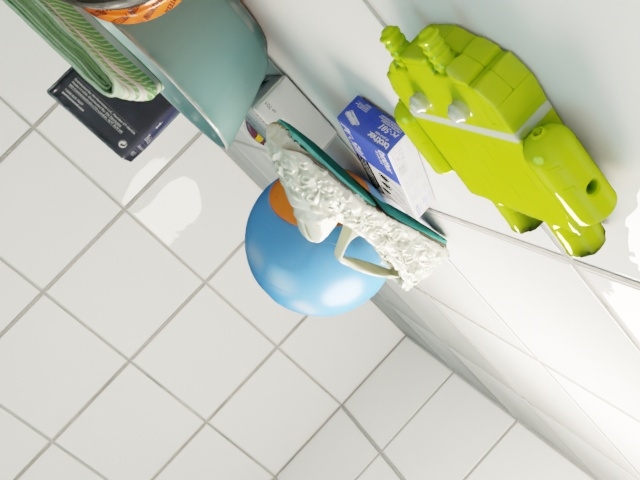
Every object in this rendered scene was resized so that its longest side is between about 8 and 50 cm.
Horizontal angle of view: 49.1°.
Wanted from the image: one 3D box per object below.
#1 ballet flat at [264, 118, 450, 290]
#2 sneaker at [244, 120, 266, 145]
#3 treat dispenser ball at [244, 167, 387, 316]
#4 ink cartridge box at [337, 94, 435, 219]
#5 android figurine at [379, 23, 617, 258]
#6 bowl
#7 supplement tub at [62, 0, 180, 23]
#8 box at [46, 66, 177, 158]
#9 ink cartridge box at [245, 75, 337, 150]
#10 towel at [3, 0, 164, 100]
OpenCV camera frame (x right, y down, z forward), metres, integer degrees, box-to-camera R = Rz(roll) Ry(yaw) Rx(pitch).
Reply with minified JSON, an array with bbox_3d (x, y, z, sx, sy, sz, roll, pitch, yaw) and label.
[{"bbox_3d":[0.050,-0.030,1.113,0.408,0.147,0.147,32,-178,-34],"label":"ballet flat"},{"bbox_3d":[-0.092,-0.222,1.561,0.084,0.070,0.185,28,172,42],"label":"sneaker"},{"bbox_3d":[0.000,0.000,1.332,0.288,0.288,0.288,43,175,4],"label":"treat dispenser ball"},{"bbox_3d":[0.097,-0.112,0.988,0.097,0.046,0.207,41,175,29],"label":"ink cartridge box"},{"bbox_3d":[0.154,-0.092,0.640,0.273,0.056,0.248,44,176,-31],"label":"android figurine"},{"bbox_3d":[-0.199,-0.305,1.072,0.311,0.163,0.311,43,175,5],"label":"bowl"},{"bbox_3d":[-0.228,-0.352,0.630,0.207,0.207,0.338,43,175,12],"label":"supplement tub"},{"bbox_3d":[-0.337,-0.315,1.352,0.182,0.294,0.296,42,176,-13],"label":"box"},{"bbox_3d":[-0.068,-0.216,1.247,0.139,0.082,0.190,45,174,-22],"label":"ink cartridge box"},{"bbox_3d":[-0.300,-0.262,0.835,0.248,0.038,0.325,45,-176,-10],"label":"towel"}]
